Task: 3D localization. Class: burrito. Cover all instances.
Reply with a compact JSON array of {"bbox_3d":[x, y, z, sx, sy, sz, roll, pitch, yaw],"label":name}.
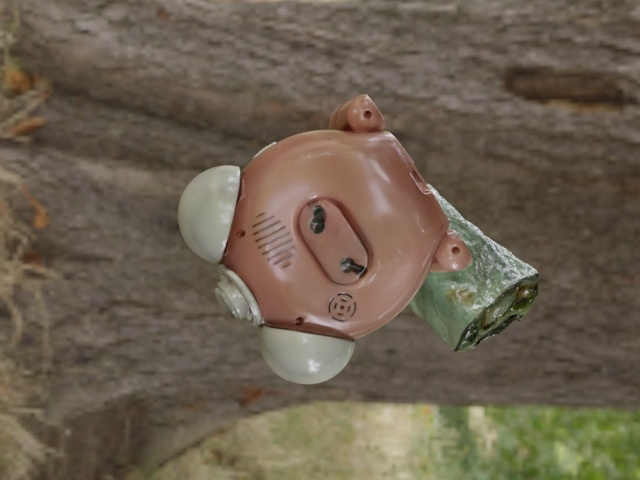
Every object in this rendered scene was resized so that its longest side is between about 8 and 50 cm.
[{"bbox_3d":[0.107,0.006,1.450,0.144,0.229,0.089,-29,149,-39],"label":"burrito"}]

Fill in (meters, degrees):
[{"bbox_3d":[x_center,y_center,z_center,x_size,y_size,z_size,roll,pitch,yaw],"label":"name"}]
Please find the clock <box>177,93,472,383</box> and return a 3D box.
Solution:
[{"bbox_3d":[0.000,0.000,0.976,0.166,0.162,0.093,56,-6,-5],"label":"clock"}]
